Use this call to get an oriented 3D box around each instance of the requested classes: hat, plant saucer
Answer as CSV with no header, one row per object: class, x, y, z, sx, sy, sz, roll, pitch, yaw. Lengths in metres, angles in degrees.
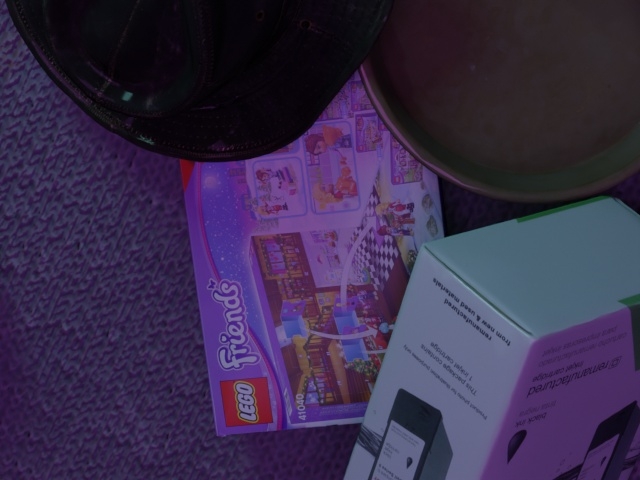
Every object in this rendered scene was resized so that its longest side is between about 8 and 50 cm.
hat,-0.112,-0.187,1.333,0.331,0.134,0.331,8,117,17
plant saucer,0.158,-0.166,1.410,0.278,0.041,0.278,0,92,-6

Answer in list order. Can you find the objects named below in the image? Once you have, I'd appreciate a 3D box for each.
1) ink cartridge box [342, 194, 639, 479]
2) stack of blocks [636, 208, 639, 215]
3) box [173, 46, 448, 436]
ink cartridge box,0.143,0.130,1.390,0.121,0.211,0.289,40,129,33
stack of blocks,0.389,-0.073,1.418,0.171,0.087,0.297,34,105,-3
box,0.000,0.000,1.485,0.201,0.057,0.293,-5,100,6
